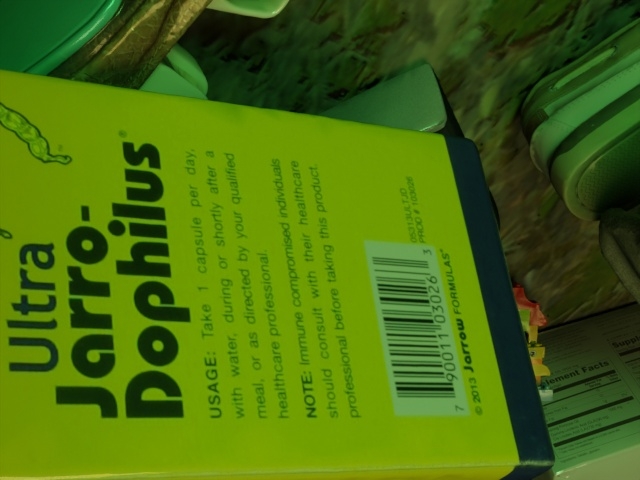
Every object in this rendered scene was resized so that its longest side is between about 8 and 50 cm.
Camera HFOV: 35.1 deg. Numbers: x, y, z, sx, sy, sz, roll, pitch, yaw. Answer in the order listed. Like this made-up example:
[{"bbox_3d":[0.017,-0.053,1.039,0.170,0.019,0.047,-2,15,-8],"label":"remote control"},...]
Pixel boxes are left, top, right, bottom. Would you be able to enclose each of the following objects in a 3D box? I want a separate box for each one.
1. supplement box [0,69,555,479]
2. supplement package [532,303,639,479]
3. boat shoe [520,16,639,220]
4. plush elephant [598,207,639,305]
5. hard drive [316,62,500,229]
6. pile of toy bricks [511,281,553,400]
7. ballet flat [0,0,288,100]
[{"bbox_3d":[-0.094,0.055,0.524,0.356,0.195,0.194,5,151,-28],"label":"supplement box"},{"bbox_3d":[0.271,0.209,0.958,0.204,0.145,0.262,-15,133,-9],"label":"supplement package"},{"bbox_3d":[0.272,-0.137,0.676,0.302,0.103,0.113,-30,137,6],"label":"boat shoe"},{"bbox_3d":[0.303,-0.012,0.583,0.255,0.272,0.330,30,83,-3],"label":"plush elephant"},{"bbox_3d":[0.000,0.000,0.728,0.254,0.054,0.172,-29,134,5],"label":"hard drive"},{"bbox_3d":[0.093,0.069,0.807,0.212,0.118,0.105,1,99,-11],"label":"pile of toy bricks"},{"bbox_3d":[-0.078,-0.143,0.542,0.342,0.116,0.124,-45,138,13],"label":"ballet flat"}]
